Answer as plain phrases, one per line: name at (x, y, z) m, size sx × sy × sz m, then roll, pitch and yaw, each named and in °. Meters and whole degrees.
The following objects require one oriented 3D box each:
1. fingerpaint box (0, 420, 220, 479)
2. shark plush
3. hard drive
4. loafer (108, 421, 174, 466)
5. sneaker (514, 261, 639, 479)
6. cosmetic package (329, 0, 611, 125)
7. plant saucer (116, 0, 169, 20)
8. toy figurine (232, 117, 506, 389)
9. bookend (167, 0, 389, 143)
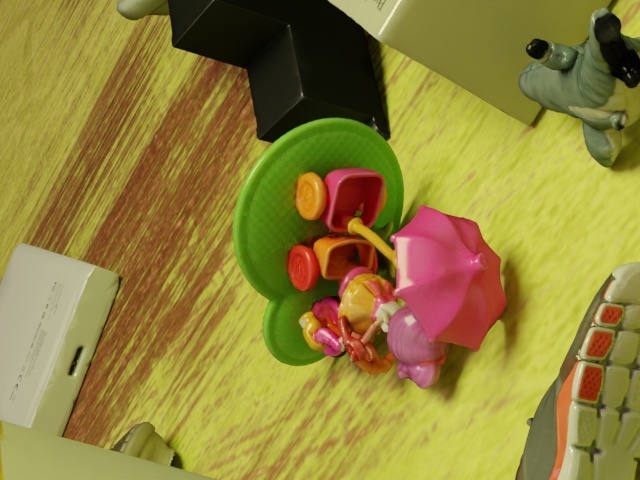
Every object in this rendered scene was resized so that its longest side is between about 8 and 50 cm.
fingerpaint box at (-0.059, 0.256, 0.348) m, size 0.163 × 0.371 × 0.445 m, roll -60°, pitch 31°, yaw 11°
shark plush at (0.129, -0.078, 0.523) m, size 0.073 × 0.067 × 0.161 m, roll -67°, pitch -10°, yaw 13°
hard drive at (-0.334, 0.113, 1.230) m, size 0.307 × 0.040 × 0.203 m, roll 9°, pitch 77°, yaw 60°
loafer at (-0.153, 0.253, 0.793) m, size 0.102 × 0.092 × 0.268 m, roll -44°, pitch 20°, yaw 31°
sneaker at (0.119, 0.083, 0.497) m, size 0.065 × 0.061 × 0.157 m, roll 4°, pitch 73°, yaw 66°
cosmetic package at (0.130, -0.241, 0.633) m, size 0.296 × 0.129 × 0.153 m, roll -60°, pitch 31°, yaw 13°
plant saucer at (-0.029, -0.339, 0.943) m, size 0.400 × 0.100 × 0.400 m, roll -45°, pitch 22°, yaw 23°
toy figurine at (0.038, 0.030, 0.633) m, size 0.159 × 0.130 × 0.173 m, roll 33°, pitch 120°, yaw 51°
bookend at (-0.043, -0.140, 0.787) m, size 0.072 × 0.156 × 0.157 m, roll -37°, pitch 54°, yaw 41°
